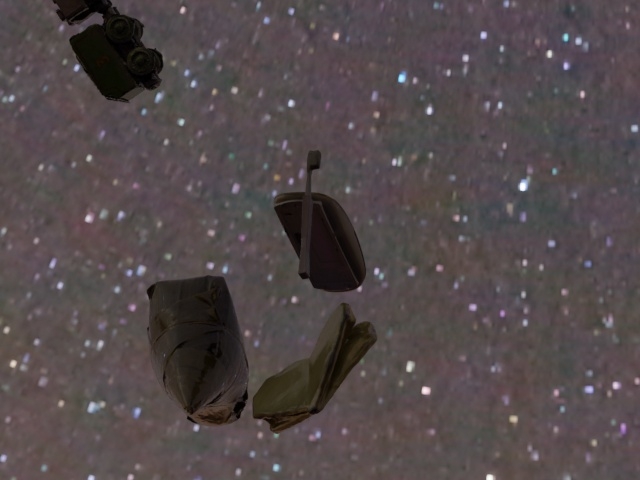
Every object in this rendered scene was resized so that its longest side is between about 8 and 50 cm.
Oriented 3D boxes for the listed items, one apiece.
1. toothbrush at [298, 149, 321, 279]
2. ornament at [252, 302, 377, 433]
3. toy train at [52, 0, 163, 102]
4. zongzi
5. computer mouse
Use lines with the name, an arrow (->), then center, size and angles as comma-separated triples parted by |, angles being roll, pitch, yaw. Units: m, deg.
toothbrush -> -0.015, -0.036, 1.593 | 0.017, 0.194, 0.014 | -9, -37, 21
ornament -> -0.011, 0.188, 1.713 | 0.059, 0.180, 0.201 | 39, -74, -15
toy train -> -0.249, -0.244, 1.417 | 0.081, 0.060, 0.202 | -33, -92, 8
zongzi -> -0.175, 0.236, 1.922 | 0.145, 0.300, 0.274 | -11, -51, 1
computer mouse -> 0.000, -0.002, 1.861 | 0.102, 0.045, 0.199 | -4, -46, 27
